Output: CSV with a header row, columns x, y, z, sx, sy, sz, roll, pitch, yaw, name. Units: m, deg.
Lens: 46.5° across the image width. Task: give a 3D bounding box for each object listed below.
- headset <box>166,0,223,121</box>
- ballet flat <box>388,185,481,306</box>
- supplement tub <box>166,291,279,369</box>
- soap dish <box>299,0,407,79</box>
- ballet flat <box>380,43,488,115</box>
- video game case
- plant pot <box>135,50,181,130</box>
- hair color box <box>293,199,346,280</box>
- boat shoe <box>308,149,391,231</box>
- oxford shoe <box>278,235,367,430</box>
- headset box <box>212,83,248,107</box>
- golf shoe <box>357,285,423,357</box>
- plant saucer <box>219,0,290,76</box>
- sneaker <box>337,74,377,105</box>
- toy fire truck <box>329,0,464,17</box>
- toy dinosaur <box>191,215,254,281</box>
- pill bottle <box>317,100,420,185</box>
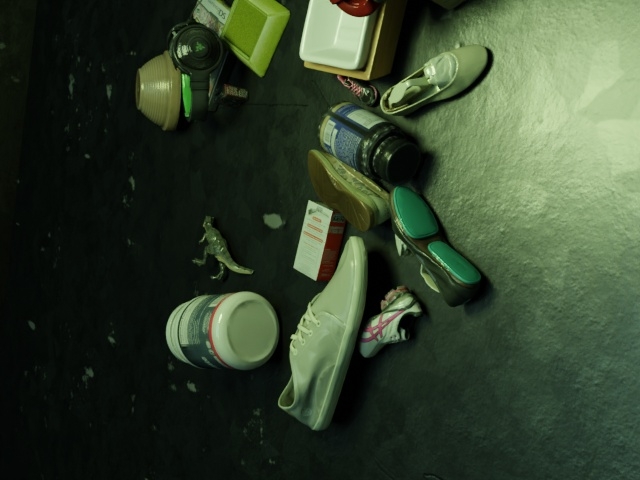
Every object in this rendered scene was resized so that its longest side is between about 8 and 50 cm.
x,y,z,sx,sy,sz,roll,pitch,yaw,name
-0.362,-0.511,1.974,0.243,0.185,0.394,-128,39,-63,headset
0.202,0.018,1.456,0.280,0.095,0.096,59,141,33,ballet flat
-0.252,0.231,1.890,0.272,0.191,0.191,-10,81,49,supplement tub
0.080,-0.499,1.602,0.229,0.118,0.291,25,107,47,soap dish
0.214,-0.312,1.465,0.248,0.086,0.086,-27,68,45,ballet flat
-0.320,-0.549,2.133,0.248,0.035,0.275,48,122,39,video game case
-0.486,-0.444,2.209,0.237,0.110,0.237,179,90,-69,plant pot
0.000,0.000,1.717,0.093,0.053,0.167,28,110,48,hair color box
0.063,-0.117,1.640,0.285,0.089,0.104,49,149,42,boat shoe
0.006,0.202,1.608,0.169,0.130,0.449,-92,17,-74,oxford shoe
-0.245,-0.388,1.999,0.062,0.083,0.032,-21,72,46,headset box
0.140,0.184,1.533,0.086,0.067,0.186,54,126,34,golf shoe
-0.186,-0.552,1.939,0.188,0.045,0.188,42,119,27,plant saucer
0.078,-0.338,1.643,0.119,0.057,0.047,52,123,36,sneaker
0.142,-0.492,1.407,0.217,0.246,0.158,-14,36,50,toy fire truck
-0.283,0.041,2.040,0.268,0.064,0.118,49,117,35,toy dinosaur
0.101,-0.200,1.555,0.219,0.123,0.123,38,116,41,pill bottle
